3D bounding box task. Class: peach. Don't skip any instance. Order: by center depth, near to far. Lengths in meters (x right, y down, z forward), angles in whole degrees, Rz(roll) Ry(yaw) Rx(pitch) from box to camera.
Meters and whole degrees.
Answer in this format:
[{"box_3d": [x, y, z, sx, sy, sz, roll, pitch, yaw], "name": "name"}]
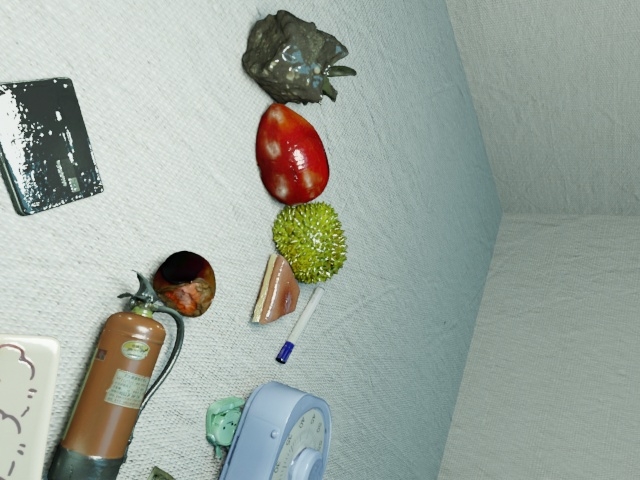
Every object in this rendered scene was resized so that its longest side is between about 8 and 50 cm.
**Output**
[{"box_3d": [-0.071, -0.219, 1.246, 0.159, 0.154, 0.267, -32, 119, -49], "name": "peach"}]

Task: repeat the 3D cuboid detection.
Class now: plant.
[{"box_3d": [-0.050, -0.436, 1.231, 0.276, 0.199, 0.188, 13, 85, -50], "name": "plant"}]

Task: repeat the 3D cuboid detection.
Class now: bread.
[{"box_3d": [-0.115, 0.145, 1.294, 0.119, 0.067, 0.192, 38, 61, -42], "name": "bread"}]

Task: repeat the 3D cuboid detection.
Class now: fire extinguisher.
[{"box_3d": [-0.367, 0.256, 0.919, 0.200, 0.113, 0.376, 81, 24, -75], "name": "fire extinguisher"}]

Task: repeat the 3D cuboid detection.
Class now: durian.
[{"box_3d": [-0.018, 0.003, 1.343, 0.200, 0.176, 0.237, -44, 119, -70], "name": "durian"}]

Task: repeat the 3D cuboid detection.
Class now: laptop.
[{"box_3d": [-0.454, -0.158, 0.801, 0.154, 0.026, 0.207, -33, 120, -51], "name": "laptop"}]

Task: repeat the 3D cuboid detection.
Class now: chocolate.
[{"box_3d": [-0.280, 0.099, 1.009, 0.127, 0.124, 0.133, -44, 159, -49], "name": "chocolate"}]

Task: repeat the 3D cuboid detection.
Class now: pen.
[{"box_3d": [-0.056, 0.243, 1.426, 0.269, 0.033, 0.033, -59, 138, -35], "name": "pen"}]

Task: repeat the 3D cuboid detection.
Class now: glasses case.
[{"box_3d": [-0.478, 0.304, 0.697, 0.144, 0.076, 0.336, 12, 73, -38], "name": "glasses case"}]

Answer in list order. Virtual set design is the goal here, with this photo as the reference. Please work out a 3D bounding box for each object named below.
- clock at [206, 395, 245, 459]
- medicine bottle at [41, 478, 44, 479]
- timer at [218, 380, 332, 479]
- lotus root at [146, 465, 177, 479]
[{"box_3d": [-0.230, 0.454, 1.180, 0.101, 0.041, 0.135, 2, 92, -56], "name": "clock"}, {"box_3d": [-0.483, 0.452, 0.772, 0.130, 0.080, 0.080, -52, 133, -41], "name": "medicine bottle"}, {"box_3d": [-0.084, 0.578, 1.261, 0.395, 0.173, 0.395, -26, 120, -59], "name": "timer"}, {"box_3d": [-0.333, 0.596, 0.973, 0.138, 0.119, 0.235, 46, 55, -41], "name": "lotus root"}]
